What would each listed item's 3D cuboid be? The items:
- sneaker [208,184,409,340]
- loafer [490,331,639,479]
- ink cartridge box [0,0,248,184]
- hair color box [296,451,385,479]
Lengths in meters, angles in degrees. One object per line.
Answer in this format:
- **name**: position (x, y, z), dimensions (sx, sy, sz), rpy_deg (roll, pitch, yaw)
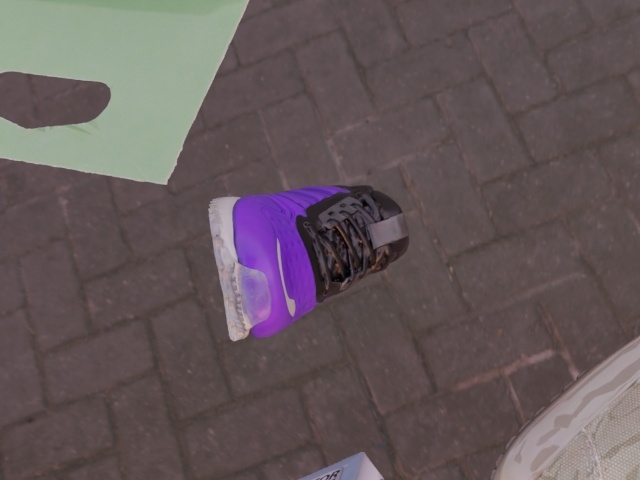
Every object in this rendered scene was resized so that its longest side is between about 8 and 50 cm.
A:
- **sneaker**: position (0.000, -0.001, 0.735), dimensions (0.146, 0.293, 0.102), rpy_deg (-8, 100, 6)
- **loafer**: position (0.206, 0.069, 0.444), dimensions (0.268, 0.102, 0.092), rpy_deg (-41, 60, -5)
- **ink cartridge box**: position (-0.103, -0.148, 0.413), dimensions (0.171, 0.056, 0.235), rpy_deg (10, 63, 24)
- **hair color box**: position (0.006, 0.342, 0.613), dimensions (0.113, 0.374, 0.185), rpy_deg (-29, 105, 22)
